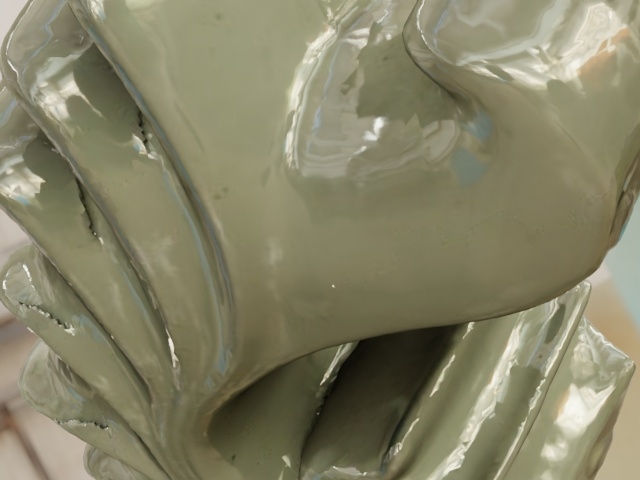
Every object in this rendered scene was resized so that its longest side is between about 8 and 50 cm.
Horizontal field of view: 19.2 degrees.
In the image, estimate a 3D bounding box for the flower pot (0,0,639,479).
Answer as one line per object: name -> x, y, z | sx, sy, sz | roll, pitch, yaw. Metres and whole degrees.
flower pot -> 0.000, 0.000, 0.752 | 0.165, 0.254, 0.367 | -58, -19, -30
